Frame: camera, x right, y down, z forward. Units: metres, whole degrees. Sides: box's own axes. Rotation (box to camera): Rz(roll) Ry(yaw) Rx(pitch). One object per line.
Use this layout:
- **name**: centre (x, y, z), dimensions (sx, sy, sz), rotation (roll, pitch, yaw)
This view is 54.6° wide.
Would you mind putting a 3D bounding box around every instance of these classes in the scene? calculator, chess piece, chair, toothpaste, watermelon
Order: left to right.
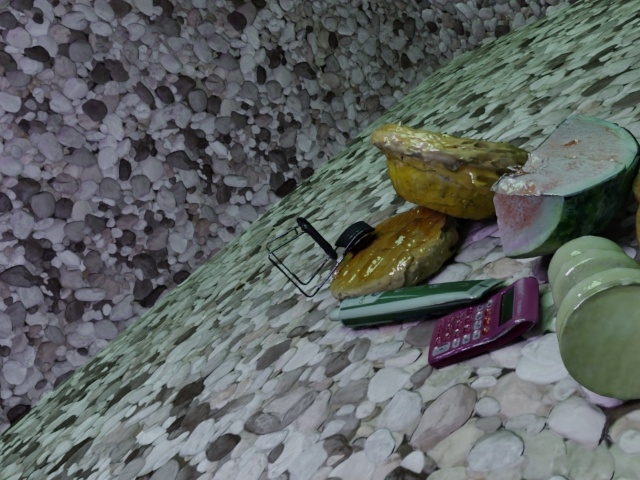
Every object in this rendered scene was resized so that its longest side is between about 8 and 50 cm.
- **chair**: centre (0.000, 0.000, 1.436), dimensions (0.221, 0.145, 0.140), rotation (-43, 12, 2)
- **toothpaste**: centre (0.155, 0.119, 1.158), dimensions (0.099, 0.061, 0.392), rotation (-21, 3, -44)
- **calculator**: centre (0.255, 0.130, 0.969), dimensions (0.190, 0.034, 0.126), rotation (-32, 15, 31)
- **watermelon**: centre (0.411, -0.099, 1.019), dimensions (0.305, 0.180, 0.224), rotation (-40, -6, -37)
- **chess piece**: centre (0.355, 0.070, 0.774), dimensions (0.144, 0.144, 0.251), rotation (-29, 10, 19)

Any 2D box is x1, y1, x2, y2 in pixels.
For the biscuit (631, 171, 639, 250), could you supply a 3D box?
- **biscuit**: centre (0.544, -0.039, 0.766), dimensions (0.287, 0.057, 0.343), rotation (-25, 27, 30)

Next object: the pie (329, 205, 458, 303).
- **pie**: centre (0.162, 0.030, 1.380), dimensions (0.339, 0.083, 0.339), rotation (-35, 14, 10)

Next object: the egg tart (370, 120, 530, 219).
- **egg tart**: centre (0.284, -0.148, 1.327), dimensions (0.388, 0.388, 0.168), rotation (-116, 37, -75)
